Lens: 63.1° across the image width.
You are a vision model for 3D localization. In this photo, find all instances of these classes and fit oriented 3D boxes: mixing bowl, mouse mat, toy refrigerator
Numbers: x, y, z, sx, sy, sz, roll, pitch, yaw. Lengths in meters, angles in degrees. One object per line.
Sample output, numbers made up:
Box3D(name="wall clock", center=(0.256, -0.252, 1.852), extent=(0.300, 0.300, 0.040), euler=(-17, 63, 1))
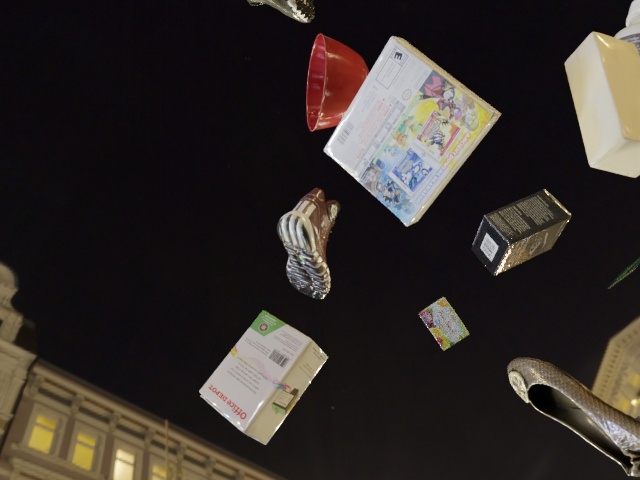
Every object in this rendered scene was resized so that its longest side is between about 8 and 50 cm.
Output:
Box3D(name="mixing bowl", center=(0.036, -0.302, 1.015), extent=(0.098, 0.181, 0.182), euler=(1, -62, -13))
Box3D(name="mouse mat", center=(0.458, -0.013, 0.680), extent=(0.189, 0.007, 0.152), euler=(-45, -22, 1))
Box3D(name="toy refrigerator", center=(0.551, -0.257, 0.985), extent=(0.102, 0.270, 0.094), euler=(10, -30, -12))

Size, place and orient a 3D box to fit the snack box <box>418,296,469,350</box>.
Box3D(name="snack box", center=(0.400, 0.269, 1.690), extent=(0.100, 0.037, 0.141), euler=(-35, -95, 5))

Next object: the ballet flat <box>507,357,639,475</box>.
Box3D(name="ballet flat", center=(0.331, 0.226, 0.668), extent=(0.058, 0.250, 0.084), euler=(-35, -61, -15))

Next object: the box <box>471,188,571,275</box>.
Box3D(name="box", center=(0.532, -0.021, 1.394), extent=(0.207, 0.108, 0.153), euler=(-22, -33, -16))

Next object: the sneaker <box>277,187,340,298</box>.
Box3D(name="sneaker", center=(0.000, 0.000, 1.128), extent=(0.106, 0.163, 0.281), euler=(21, -32, 19))

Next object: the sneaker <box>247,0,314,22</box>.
Box3D(name="sneaker", center=(-0.104, -0.532, 1.107), extent=(0.234, 0.106, 0.078), euler=(11, -98, -58))

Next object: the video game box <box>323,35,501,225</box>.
Box3D(name="video game box", center=(0.126, -0.158, 0.768), extent=(0.048, 0.187, 0.205), euler=(-18, -31, -52))

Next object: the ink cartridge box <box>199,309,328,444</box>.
Box3D(name="ink cartridge box", center=(-0.149, 0.355, 1.376), extent=(0.278, 0.201, 0.117), euler=(-52, -42, -17))

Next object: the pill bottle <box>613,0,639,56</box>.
Box3D(name="pill bottle", center=(0.751, -0.388, 1.197), extent=(0.176, 0.176, 0.319), euler=(12, -90, -20))
